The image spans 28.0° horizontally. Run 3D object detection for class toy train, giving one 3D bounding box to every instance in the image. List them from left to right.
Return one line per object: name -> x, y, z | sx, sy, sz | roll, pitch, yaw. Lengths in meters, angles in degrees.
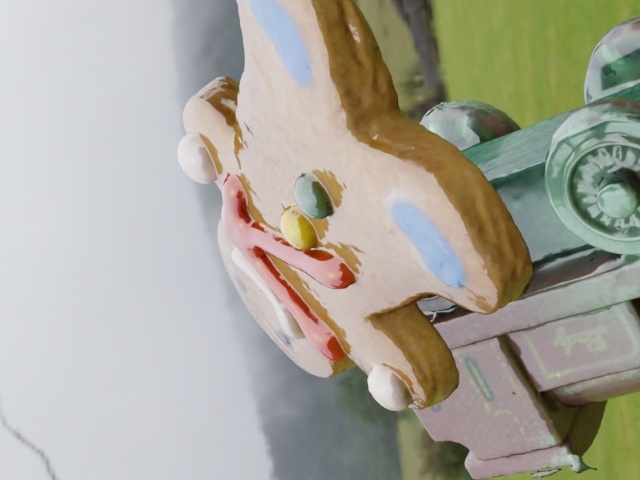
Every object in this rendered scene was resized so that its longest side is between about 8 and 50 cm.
toy train -> 0.159, 0.012, 0.758 | 0.221, 0.304, 0.150 | 57, -142, -16

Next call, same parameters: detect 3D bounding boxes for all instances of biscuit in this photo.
biscuit -> -0.003, 0.001, 0.645 | 0.205, 0.049, 0.324 | 53, 162, 5
